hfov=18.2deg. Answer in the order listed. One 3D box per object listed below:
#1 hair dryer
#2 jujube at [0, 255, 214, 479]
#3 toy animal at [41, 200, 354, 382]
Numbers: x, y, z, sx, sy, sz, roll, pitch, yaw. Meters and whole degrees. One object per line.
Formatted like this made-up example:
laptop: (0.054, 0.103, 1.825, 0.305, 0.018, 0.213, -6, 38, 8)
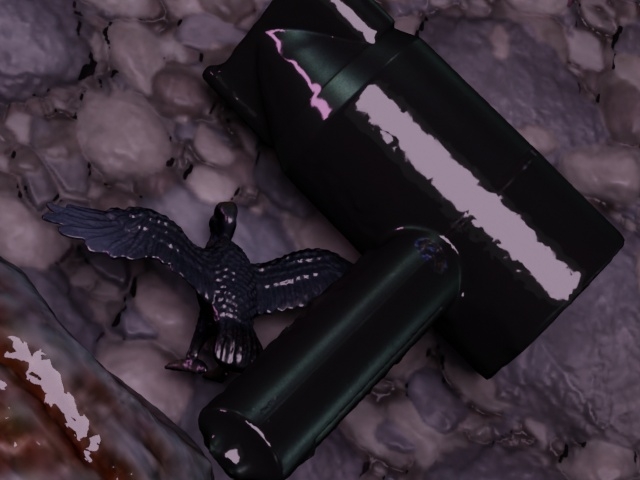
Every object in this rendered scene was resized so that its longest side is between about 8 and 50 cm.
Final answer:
hair dryer: (0.000, 0.000, 1.068, 0.244, 0.116, 0.302, 43, 44, 3)
jujube: (-0.189, 0.120, 0.960, 0.308, 0.246, 0.215, 39, 80, 12)
toy animal: (-0.053, 0.027, 1.114, 0.220, 0.062, 0.108, 16, 68, -23)
